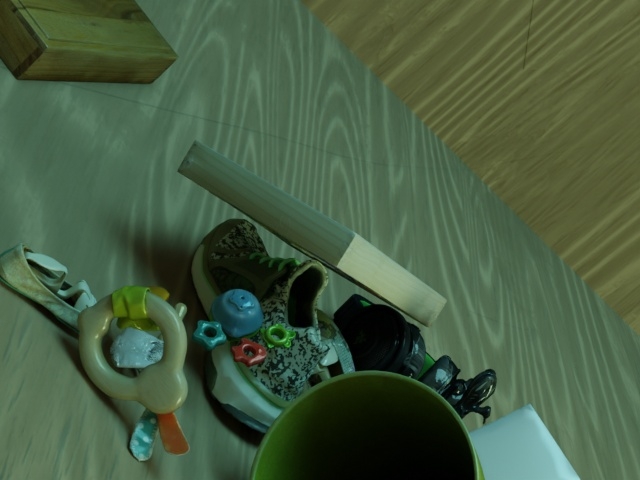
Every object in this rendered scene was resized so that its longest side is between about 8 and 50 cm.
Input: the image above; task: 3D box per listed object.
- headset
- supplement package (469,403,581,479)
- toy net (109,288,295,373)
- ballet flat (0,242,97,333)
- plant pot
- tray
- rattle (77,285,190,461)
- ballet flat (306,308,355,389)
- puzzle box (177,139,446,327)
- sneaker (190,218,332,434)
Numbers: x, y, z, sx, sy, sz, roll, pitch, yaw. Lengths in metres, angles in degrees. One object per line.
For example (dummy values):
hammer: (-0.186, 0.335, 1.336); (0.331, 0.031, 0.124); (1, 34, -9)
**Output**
headset: (0.152, 0.188, 2.339); (0.243, 0.185, 0.394); (42, 9, -19)
supplement package: (0.237, 0.350, 2.096); (0.134, 0.139, 0.244); (58, -21, 26)
toy net: (-0.149, 0.129, 1.888); (0.232, 0.045, 0.122); (-21, 59, -35)
ballet flat: (-0.298, 0.059, 1.796); (0.168, 0.052, 0.057); (36, 23, -34)
plant pot: (0.092, 0.332, 1.878); (0.275, 0.275, 0.293); (60, 5, 30)
tray: (-0.382, -0.338, 2.345); (0.203, 0.076, 0.411); (52, 18, 9)
rattle: (-0.195, 0.154, 1.798); (0.200, 0.130, 0.143); (60, -10, 4)
ballet flat: (0.011, 0.197, 2.131); (0.079, 0.077, 0.221); (-10, 79, -64)
puzzle box: (0.000, 0.000, 2.137); (0.272, 0.052, 0.409); (30, -2, 26)
sneaker: (-0.054, 0.081, 2.090); (0.158, 0.182, 0.410); (37, 21, -31)
